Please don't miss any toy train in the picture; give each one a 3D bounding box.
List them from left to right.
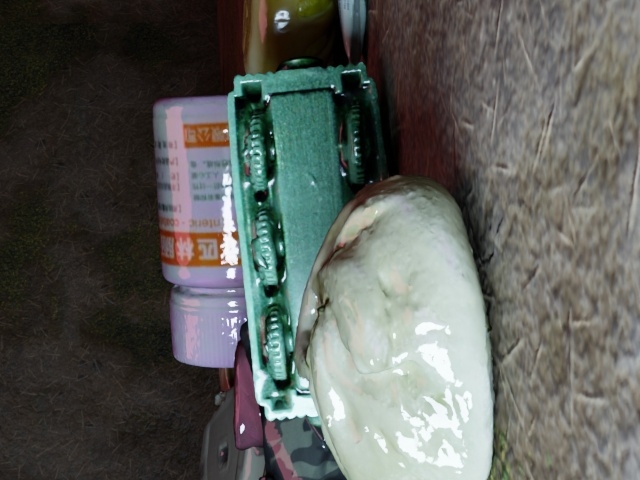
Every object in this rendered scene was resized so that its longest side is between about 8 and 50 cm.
[{"bbox_3d":[0.000,0.000,0.943,0.178,0.139,0.330,-40,-55,-88],"label":"toy train"}]

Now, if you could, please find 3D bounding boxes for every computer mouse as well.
[{"bbox_3d":[-0.091,0.351,1.673,0.429,0.146,0.228,135,140,-64],"label":"computer mouse"}]

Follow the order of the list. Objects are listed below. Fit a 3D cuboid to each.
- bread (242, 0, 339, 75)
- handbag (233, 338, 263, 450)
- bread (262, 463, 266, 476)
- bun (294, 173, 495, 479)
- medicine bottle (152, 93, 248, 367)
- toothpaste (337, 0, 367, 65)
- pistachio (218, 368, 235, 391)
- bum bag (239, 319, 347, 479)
[{"bbox_3d":[-0.033,-0.260,1.136,0.213,0.105,0.213,180,90,-84],"label":"bread"},{"bbox_3d":[-0.045,0.191,1.302,0.225,0.135,0.146,121,144,-83],"label":"handbag"},{"bbox_3d":[-0.037,0.263,1.425,0.073,0.053,0.214,55,-142,-46],"label":"bread"},{"bbox_3d":[0.041,0.074,0.687,0.210,0.116,0.237,-149,58,-81],"label":"bun"},{"bbox_3d":[-0.131,-0.021,1.514,0.219,0.219,0.388,-135,43,-78],"label":"medicine bottle"},{"bbox_3d":[0.029,-0.275,0.946,0.060,0.038,0.233,-98,6,-54],"label":"toothpaste"},{"bbox_3d":[-0.123,0.271,1.934,0.152,0.126,0.223,27,-132,-59],"label":"pistachio"},{"bbox_3d":[-0.015,0.201,1.116,0.095,0.144,0.340,28,-135,-49],"label":"bum bag"}]
